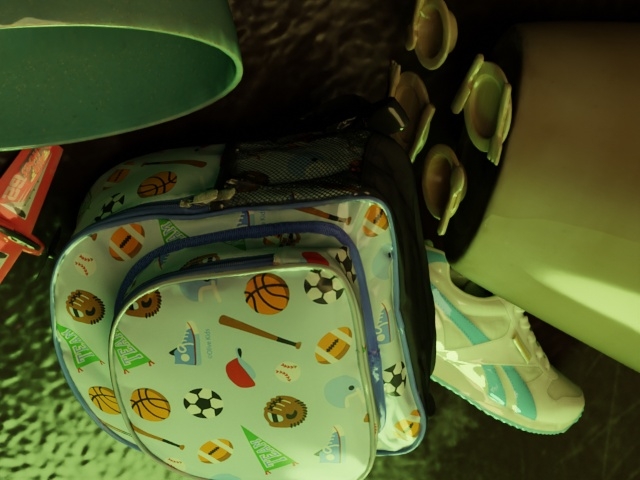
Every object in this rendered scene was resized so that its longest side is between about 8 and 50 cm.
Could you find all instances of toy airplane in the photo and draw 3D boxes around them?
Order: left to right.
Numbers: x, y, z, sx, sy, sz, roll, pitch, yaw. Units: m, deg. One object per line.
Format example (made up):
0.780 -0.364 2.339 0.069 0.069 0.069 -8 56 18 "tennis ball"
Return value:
-0.253 -0.018 1.363 0.151 0.028 0.151 -8 106 -30 "toy airplane"

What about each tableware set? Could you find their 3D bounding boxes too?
0.087 -0.095 1.369 0.020 0.169 0.141 -2 132 -25 "tableware set"

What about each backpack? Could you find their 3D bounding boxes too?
-0.059 0.054 1.358 0.263 0.213 0.277 -1 116 16 "backpack"

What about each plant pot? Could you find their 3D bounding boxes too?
-0.205 -0.183 1.188 0.290 0.290 0.195 -5 80 -18 "plant pot"
0.252 -0.039 1.408 0.280 0.323 0.323 15 110 -7 "plant pot"

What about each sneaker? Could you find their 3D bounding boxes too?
0.140 0.083 1.527 0.228 0.087 0.092 30 100 -31 "sneaker"
